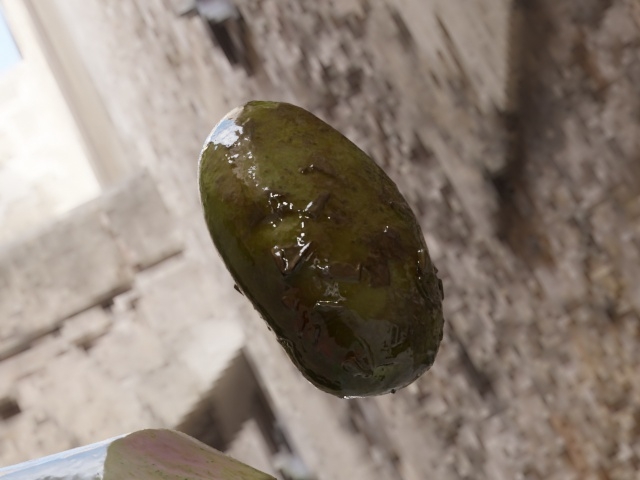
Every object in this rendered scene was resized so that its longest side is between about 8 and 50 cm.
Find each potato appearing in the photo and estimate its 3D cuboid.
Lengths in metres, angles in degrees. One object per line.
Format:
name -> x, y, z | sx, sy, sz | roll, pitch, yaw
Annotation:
potato -> 0.000, 0.000, 1.642 | 0.176, 0.298, 0.141 | -6, -31, -49

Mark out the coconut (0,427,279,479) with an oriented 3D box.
coconut -> -0.126, 0.239, 1.182 | 0.259, 0.259, 0.259 | -23, -23, -10
